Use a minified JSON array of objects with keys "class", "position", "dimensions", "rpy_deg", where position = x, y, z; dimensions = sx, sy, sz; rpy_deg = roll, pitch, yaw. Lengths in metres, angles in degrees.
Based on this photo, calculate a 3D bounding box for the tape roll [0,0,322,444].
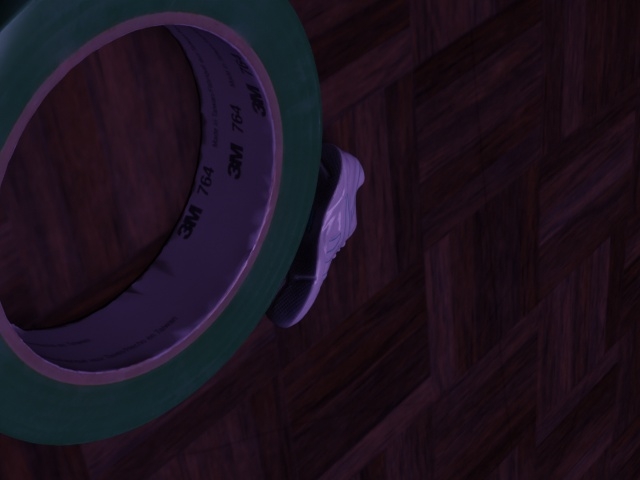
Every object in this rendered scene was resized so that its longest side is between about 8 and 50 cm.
[{"class":"tape roll","position":[-0.132,-0.033,0.730],"dimensions":[0.321,0.077,0.321],"rpy_deg":[-30,132,-39]}]

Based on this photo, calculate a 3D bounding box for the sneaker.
[{"class":"sneaker","position":[0.000,0.000,0.938],"dimensions":[0.061,0.053,0.152],"rpy_deg":[13,99,-57]}]
